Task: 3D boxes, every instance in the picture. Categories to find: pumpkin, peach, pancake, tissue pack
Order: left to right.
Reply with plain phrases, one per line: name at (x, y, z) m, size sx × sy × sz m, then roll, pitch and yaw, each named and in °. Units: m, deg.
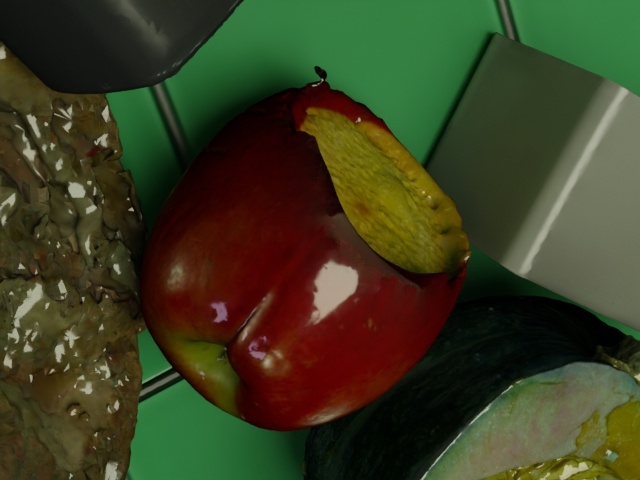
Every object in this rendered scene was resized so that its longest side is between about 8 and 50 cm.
pancake at (-0.236, 0.029, 0.796) m, size 0.382 × 0.071 × 0.382 m, roll 1°, pitch 89°, yaw -48°
peach at (0.000, 0.000, 0.894) m, size 0.226 × 0.189 × 0.196 m, roll -49°, pitch 149°, yaw -26°
pumpkin at (0.121, 0.152, 1.008) m, size 0.293 × 0.197 × 0.263 m, roll 25°, pitch 101°, yaw -38°
tissue pack at (0.212, -0.020, 1.019) m, size 0.246 × 0.159 × 0.136 m, roll 25°, pitch 97°, yaw -31°

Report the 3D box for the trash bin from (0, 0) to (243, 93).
trash bin at (-0.151, -0.231, 0.739) m, size 0.290 × 0.182 × 0.209 m, roll 50°, pitch 62°, yaw -29°
